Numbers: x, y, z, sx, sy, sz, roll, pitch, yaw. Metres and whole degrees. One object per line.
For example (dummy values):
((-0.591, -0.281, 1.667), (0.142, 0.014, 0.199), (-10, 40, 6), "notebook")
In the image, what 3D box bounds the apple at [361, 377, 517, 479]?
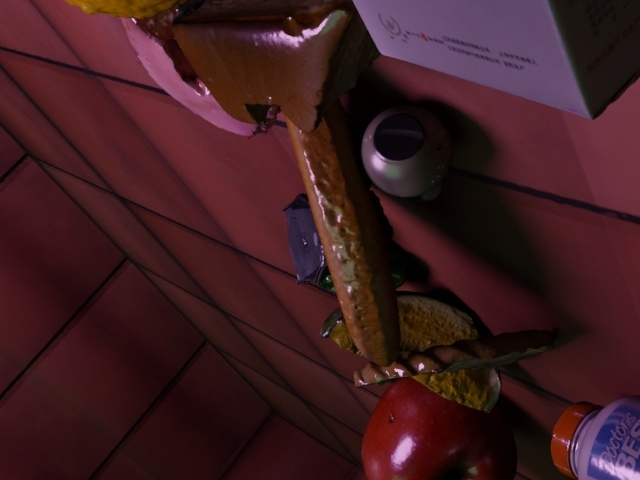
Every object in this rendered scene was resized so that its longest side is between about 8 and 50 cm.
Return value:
((0.192, 0.348, 1.464), (0.260, 0.260, 0.216), (49, -178, -28), "apple")

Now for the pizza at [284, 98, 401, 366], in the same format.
((0.033, -0.017, 0.943), (0.258, 0.087, 0.268), (64, -168, -67), "pizza")

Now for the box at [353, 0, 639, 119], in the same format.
((0.068, -0.226, 0.481), (0.200, 0.106, 0.299), (32, 163, 49), "box")

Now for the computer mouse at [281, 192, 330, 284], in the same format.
((0.002, -0.003, 1.245), (0.231, 0.071, 0.126), (152, 106, -73), "computer mouse")

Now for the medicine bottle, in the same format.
((0.404, 0.269, 0.991), (0.289, 0.157, 0.157), (14, 149, 55), "medicine bottle")

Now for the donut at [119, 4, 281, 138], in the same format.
((-0.126, -0.211, 1.001), (0.233, 0.085, 0.199), (32, 161, 21), "donut")

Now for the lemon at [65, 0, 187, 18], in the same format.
((-0.175, -0.290, 0.727), (0.231, 0.192, 0.192), (43, 164, 10), "lemon")

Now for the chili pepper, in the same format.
((0.054, 0.040, 1.292), (0.100, 0.074, 0.257), (36, 159, -20), "chili pepper")

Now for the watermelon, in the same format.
((0.143, 0.145, 1.245), (0.301, 0.129, 0.123), (29, 160, -20), "watermelon")

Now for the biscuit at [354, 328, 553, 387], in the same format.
((0.191, 0.142, 1.086), (0.274, 0.036, 0.187), (1, 164, -45), "biscuit")

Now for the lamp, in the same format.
((0.098, -0.078, 0.901), (0.091, 0.091, 0.163), (32, 178, 22), "lamp")

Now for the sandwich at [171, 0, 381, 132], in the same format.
((-0.011, -0.180, 0.781), (0.236, 0.122, 0.128), (18, 151, 49), "sandwich")
